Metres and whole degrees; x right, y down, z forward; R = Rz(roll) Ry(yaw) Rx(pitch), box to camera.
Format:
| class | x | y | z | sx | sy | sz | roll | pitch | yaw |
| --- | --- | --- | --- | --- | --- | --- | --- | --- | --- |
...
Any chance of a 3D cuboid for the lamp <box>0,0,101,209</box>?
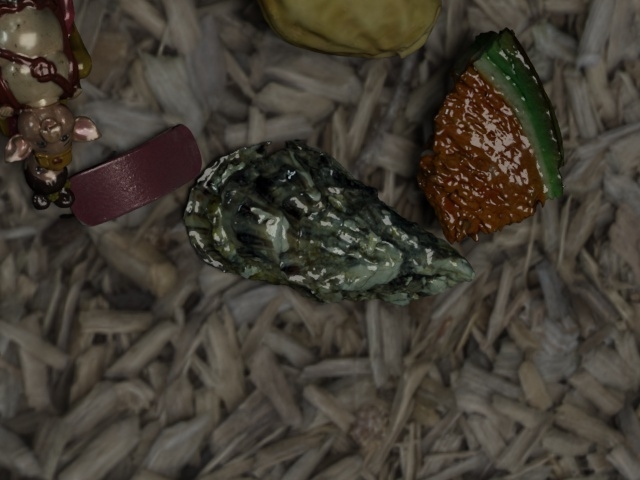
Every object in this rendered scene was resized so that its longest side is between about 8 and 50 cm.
| class | x | y | z | sx | sy | sz | roll | pitch | yaw |
| --- | --- | --- | --- | --- | --- | --- | --- | --- | --- |
| lamp | -0.252 | -0.141 | 1.443 | 0.118 | 0.118 | 0.253 | -17 | 103 | -26 |

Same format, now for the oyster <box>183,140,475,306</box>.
| class | x | y | z | sx | sy | sz | roll | pitch | yaw |
| --- | --- | --- | --- | --- | --- | --- | --- | --- | --- |
| oyster | -0.001 | 0.000 | 1.630 | 0.199 | 0.087 | 0.252 | -42 | 102 | -18 |

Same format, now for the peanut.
| class | x | y | z | sx | sy | sz | roll | pitch | yaw |
| --- | --- | --- | --- | --- | --- | --- | --- | --- | --- |
| peanut | -0.025 | -0.261 | 1.539 | 0.305 | 0.147 | 0.147 | 30 | 82 | -27 |

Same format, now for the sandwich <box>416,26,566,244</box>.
| class | x | y | z | sx | sy | sz | roll | pitch | yaw |
| --- | --- | --- | --- | --- | --- | --- | --- | --- | --- |
| sandwich | 0.159 | -0.106 | 1.686 | 0.160 | 0.109 | 0.185 | -27 | 112 | -2 |

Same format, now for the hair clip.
| class | x | y | z | sx | sy | sz | roll | pitch | yaw |
| --- | --- | --- | --- | --- | --- | --- | --- | --- | --- |
| hair clip | -0.168 | -0.060 | 1.550 | 0.137 | 0.022 | 0.054 | -27 | 112 | -23 |
